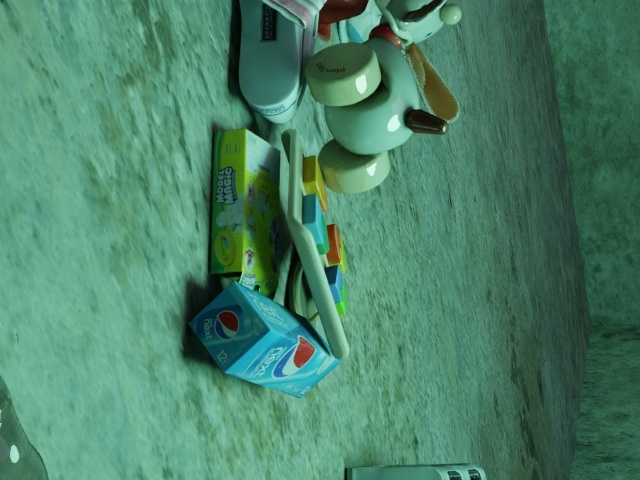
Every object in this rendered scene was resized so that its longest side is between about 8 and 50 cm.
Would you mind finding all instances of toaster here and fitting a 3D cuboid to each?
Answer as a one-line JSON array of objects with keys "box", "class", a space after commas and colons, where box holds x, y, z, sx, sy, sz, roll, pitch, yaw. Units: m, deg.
[{"box": [0.129, 0.364, 1.675, 0.168, 0.185, 0.110, 17, 69, -60], "class": "toaster"}]

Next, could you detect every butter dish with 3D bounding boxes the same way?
[{"box": [0.025, -0.348, 1.539, 0.160, 0.118, 0.160, 20, 68, -68], "class": "butter dish"}]

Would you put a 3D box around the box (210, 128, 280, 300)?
[{"box": [-0.080, -0.022, 1.327, 0.105, 0.043, 0.179, 27, 60, -67], "class": "box"}]

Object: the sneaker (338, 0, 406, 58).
[{"box": [0.083, -0.266, 1.724, 0.087, 0.092, 0.229, -37, 121, -64], "class": "sneaker"}]

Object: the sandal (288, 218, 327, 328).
[{"box": [-0.003, 0.047, 1.512, 0.072, 0.049, 0.180, 57, 36, -54], "class": "sandal"}]

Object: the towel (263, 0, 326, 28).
[{"box": [-0.026, -0.341, 1.339, 0.144, 0.029, 0.197, 38, 61, -11], "class": "towel"}]

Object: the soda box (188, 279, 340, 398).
[{"box": [-0.055, 0.110, 1.301, 0.071, 0.067, 0.210, 51, 7, 24], "class": "soda box"}]

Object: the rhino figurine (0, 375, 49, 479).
[{"box": [-0.230, 0.179, 0.854, 0.106, 0.073, 0.243, -66, 149, -45], "class": "rhino figurine"}]

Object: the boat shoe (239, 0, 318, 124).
[{"box": [-0.048, -0.259, 1.394, 0.084, 0.095, 0.258, 57, 41, -73], "class": "boat shoe"}]

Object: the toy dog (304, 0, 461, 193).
[{"box": [0.106, -0.202, 1.423, 0.220, 0.161, 0.334, 61, 43, -55], "class": "toy dog"}]

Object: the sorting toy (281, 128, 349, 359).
[{"box": [0.000, 0.000, 1.365, 0.208, 0.038, 0.193, -98, 172, -54], "class": "sorting toy"}]
